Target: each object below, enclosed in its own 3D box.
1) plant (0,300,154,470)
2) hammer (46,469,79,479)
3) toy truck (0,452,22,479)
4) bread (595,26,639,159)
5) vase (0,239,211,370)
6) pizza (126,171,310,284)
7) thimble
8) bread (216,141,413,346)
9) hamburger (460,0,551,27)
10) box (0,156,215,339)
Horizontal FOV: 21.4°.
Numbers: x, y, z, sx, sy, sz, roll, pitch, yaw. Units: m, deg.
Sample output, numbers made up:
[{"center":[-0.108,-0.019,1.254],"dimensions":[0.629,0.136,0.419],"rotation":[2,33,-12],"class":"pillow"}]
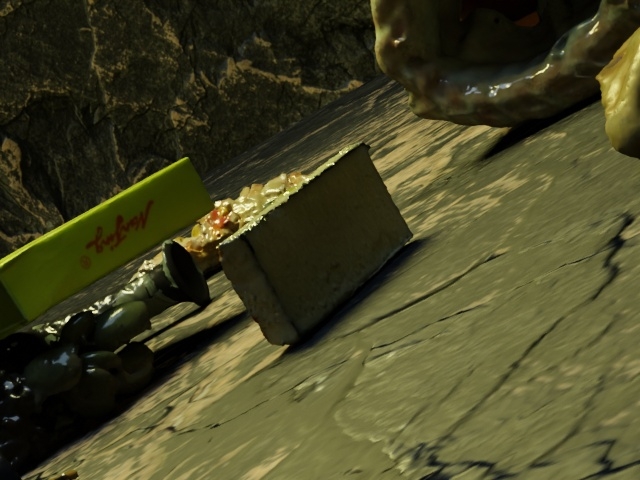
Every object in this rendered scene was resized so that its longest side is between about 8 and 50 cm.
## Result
[{"center":[-0.176,0.095,1.036],"dimensions":[0.174,0.085,0.087],"rotation":[-27,30,-8],"class":"plant"},{"center":[-0.177,0.145,0.913],"dimensions":[0.123,0.014,0.029],"rotation":[-25,18,28],"class":"hammer"},{"center":[-0.100,0.110,0.478],"dimensions":[0.074,0.088,0.201],"rotation":[-36,4,-18],"class":"toy truck"},{"center":[0.233,-0.124,0.784],"dimensions":[0.232,0.088,0.128],"rotation":[-33,-3,33],"class":"bread"},{"center":[-0.168,0.062,1.299],"dimensions":[0.167,0.059,0.059],"rotation":[-29,7,13],"class":"vase"},{"center":[-0.093,-0.003,1.499],"dimensions":[0.195,0.052,0.185],"rotation":[-34,4,-23],"class":"pizza"},{"center":[0.144,-0.190,1.164],"dimensions":[0.229,0.196,0.148],"rotation":[-27,9,26],"class":"thimble"},{"center":[0.000,0.000,0.943],"dimensions":[0.028,0.068,0.153],"rotation":[-25,10,36],"class":"bread"},{"center":[0.170,-0.290,1.475],"dimensions":[0.300,0.300,0.176],"rotation":[-29,19,15],"class":"hamburger"},{"center":[-0.236,0.051,1.177],"dimensions":[0.335,0.047,0.187],"rotation":[-27,5,44],"class":"box"}]
